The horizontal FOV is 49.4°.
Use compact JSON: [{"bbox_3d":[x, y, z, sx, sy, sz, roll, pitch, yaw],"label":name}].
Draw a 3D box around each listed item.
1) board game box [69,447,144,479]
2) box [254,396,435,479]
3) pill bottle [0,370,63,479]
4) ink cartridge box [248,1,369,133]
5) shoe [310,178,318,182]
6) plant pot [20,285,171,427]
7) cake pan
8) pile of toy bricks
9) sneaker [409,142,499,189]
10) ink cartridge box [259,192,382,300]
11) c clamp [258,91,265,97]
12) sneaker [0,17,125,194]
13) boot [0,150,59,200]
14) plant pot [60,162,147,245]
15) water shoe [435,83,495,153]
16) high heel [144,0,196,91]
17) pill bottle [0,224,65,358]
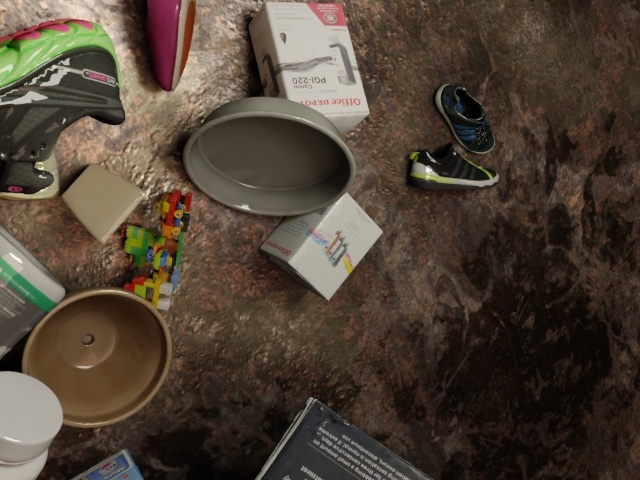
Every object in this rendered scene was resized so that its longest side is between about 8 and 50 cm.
[{"bbox_3d":[-0.400,0.514,1.123,0.308,0.302,0.086,-27,114,-22],"label":"board game box"},{"bbox_3d":[-0.021,0.600,1.203,0.472,0.297,0.480,-51,160,-21],"label":"box"},{"bbox_3d":[-0.513,0.341,1.043,0.160,0.160,0.283,26,113,-32],"label":"pill bottle"},{"bbox_3d":[-0.021,-0.301,1.229,0.158,0.092,0.218,-9,83,-28],"label":"ink cartridge box"},{"bbox_3d":[-0.015,-0.217,1.322,0.076,0.058,0.219,1,89,-6],"label":"shoe"},{"bbox_3d":[-0.380,0.183,1.170,0.237,0.109,0.238,-7,104,-28],"label":"plant pot"},{"bbox_3d":[-0.085,-0.140,1.192,0.293,0.293,0.054,25,53,-32],"label":"cake pan"},{"bbox_3d":[-0.292,0.005,1.198,0.105,0.118,0.212,12,114,-4],"label":"pile of toy bricks"},{"bbox_3d":[0.294,-0.161,1.500,0.234,0.084,0.097,-3,102,-30],"label":"sneaker"},{"bbox_3d":[0.000,0.000,1.339,0.176,0.128,0.127,-50,121,-10],"label":"ink cartridge box"},{"bbox_3d":[-0.059,-0.212,1.278,0.160,0.022,0.137,39,93,0],"label":"c clamp"},{"bbox_3d":[-0.464,-0.125,0.914,0.482,0.185,0.202,-33,120,-23],"label":"sneaker"},{"bbox_3d":[-0.499,-0.144,1.041,0.213,0.077,0.165,-2,103,-35],"label":"boot"},{"bbox_3d":[-0.360,-0.067,1.131,0.096,0.109,0.109,42,79,-18],"label":"plant pot"},{"bbox_3d":[0.324,-0.253,1.497,0.203,0.080,0.073,39,82,-31],"label":"water shoe"},{"bbox_3d":[-0.293,-0.433,1.103,0.181,0.127,0.378,5,105,-2],"label":"high heel"},{"bbox_3d":[-0.567,0.134,0.992,0.361,0.204,0.204,-46,120,-13],"label":"pill bottle"}]
